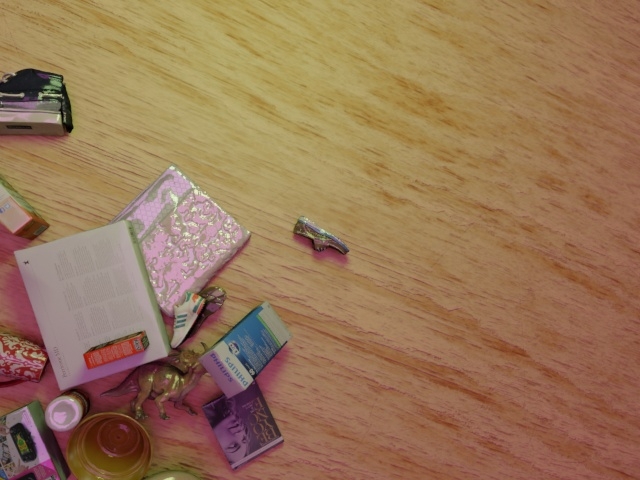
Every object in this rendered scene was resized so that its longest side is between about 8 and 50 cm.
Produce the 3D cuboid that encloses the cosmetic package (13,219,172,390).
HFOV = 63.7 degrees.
[{"bbox_3d":[-0.590,0.164,1.357,0.284,0.097,0.378,-17,94,-8],"label":"cosmetic package"}]

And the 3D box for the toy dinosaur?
[{"bbox_3d":[-0.428,0.374,1.398,0.295,0.127,0.201,3,78,-2],"label":"toy dinosaur"}]

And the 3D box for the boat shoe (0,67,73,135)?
[{"bbox_3d":[-0.844,-0.374,1.372,0.340,0.127,0.158,0,79,-21],"label":"boat shoe"}]

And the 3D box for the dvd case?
[{"bbox_3d":[-0.216,0.520,1.455,0.164,0.018,0.222,-25,106,-14],"label":"dvd case"}]

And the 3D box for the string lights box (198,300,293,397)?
[{"bbox_3d":[-0.195,0.288,1.400,0.133,0.076,0.259,54,35,-3],"label":"string lights box"}]

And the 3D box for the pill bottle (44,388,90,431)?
[{"bbox_3d":[-0.642,0.430,1.322,0.085,0.152,0.086,1,85,-13],"label":"pill bottle"}]

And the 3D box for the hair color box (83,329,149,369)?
[{"bbox_3d":[-0.509,0.272,1.289,0.141,0.072,0.043,-17,95,-7],"label":"hair color box"}]

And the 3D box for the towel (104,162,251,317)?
[{"bbox_3d":[-0.418,-0.004,1.465,0.317,0.053,0.332,44,78,-6],"label":"towel"}]

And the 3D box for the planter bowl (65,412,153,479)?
[{"bbox_3d":[-0.544,0.537,1.358,0.216,0.090,0.218,-1,98,-6],"label":"planter bowl"}]

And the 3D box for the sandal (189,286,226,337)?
[{"bbox_3d":[-0.340,0.201,1.471,0.072,0.049,0.180,39,92,-2],"label":"sandal"}]

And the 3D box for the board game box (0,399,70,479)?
[{"bbox_3d":[-0.832,0.577,1.295,0.303,0.097,0.224,-24,91,-13],"label":"board game box"}]

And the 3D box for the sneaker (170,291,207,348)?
[{"bbox_3d":[-0.380,0.216,1.421,0.075,0.057,0.161,31,90,2],"label":"sneaker"}]

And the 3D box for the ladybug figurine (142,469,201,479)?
[{"bbox_3d":[-0.446,0.801,1.319,0.305,0.162,0.450,31,78,-20],"label":"ladybug figurine"}]

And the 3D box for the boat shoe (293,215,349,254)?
[{"bbox_3d":[0.000,0.000,1.561,0.183,0.066,0.066,32,83,1],"label":"boat shoe"}]

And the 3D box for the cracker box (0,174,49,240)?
[{"bbox_3d":[-0.823,-0.111,1.325,0.067,0.155,0.232,-44,96,-13],"label":"cracker box"}]

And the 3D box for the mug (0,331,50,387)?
[{"bbox_3d":[-0.800,0.310,1.336,0.169,0.150,0.113,19,45,-15],"label":"mug"}]
